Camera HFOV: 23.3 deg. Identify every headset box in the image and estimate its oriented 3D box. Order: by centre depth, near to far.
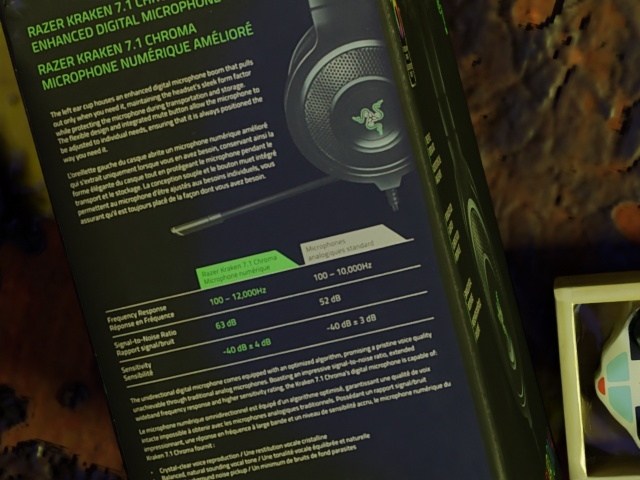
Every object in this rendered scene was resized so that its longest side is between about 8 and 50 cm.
[{"bbox_3d":[0.000,0.000,0.621,0.131,0.246,0.283,-14,95,11],"label":"headset box"}]

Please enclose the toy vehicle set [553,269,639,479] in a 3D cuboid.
[{"bbox_3d":[0.202,0.143,0.718,0.166,0.035,0.267,-5,98,9],"label":"toy vehicle set"}]
